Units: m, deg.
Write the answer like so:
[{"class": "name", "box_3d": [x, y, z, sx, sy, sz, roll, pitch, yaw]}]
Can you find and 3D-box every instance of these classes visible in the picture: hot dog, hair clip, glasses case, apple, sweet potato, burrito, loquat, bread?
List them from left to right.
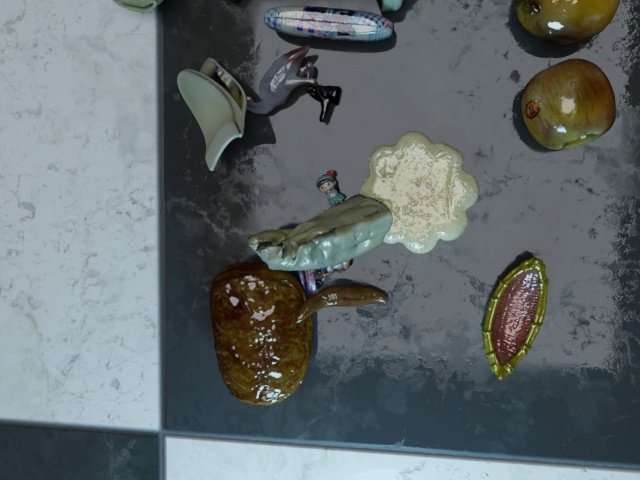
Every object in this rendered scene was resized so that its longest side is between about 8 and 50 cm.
[{"class": "hair clip", "box_3d": [-0.272, -0.345, 1.817, 0.172, 0.113, 0.282, -41, 75, 43]}, {"class": "hot dog", "box_3d": [-0.159, 0.239, 1.843, 0.267, 0.174, 0.387, -3, 104, 12]}, {"class": "burrito", "box_3d": [-0.001, 0.001, 1.722, 0.332, 0.190, 0.135, -21, 115, -17]}, {"class": "glasses case", "box_3d": [0.021, -0.543, 1.764, 0.327, 0.125, 0.076, 8, 105, 8]}, {"class": "sweet potato", "box_3d": [0.049, 0.152, 1.823, 0.255, 0.058, 0.078, -9, 78, -18]}, {"class": "bread", "box_3d": [0.246, -0.120, 1.801, 0.316, 0.054, 0.316, 1, 94, 8]}, {"class": "loquat", "box_3d": [0.577, -0.568, 1.639, 0.238, 0.193, 0.238, -3, 106, -11]}, {"class": "apple", "box_3d": [0.580, -0.316, 1.647, 0.211, 0.211, 0.188, -21, 79, 11]}]

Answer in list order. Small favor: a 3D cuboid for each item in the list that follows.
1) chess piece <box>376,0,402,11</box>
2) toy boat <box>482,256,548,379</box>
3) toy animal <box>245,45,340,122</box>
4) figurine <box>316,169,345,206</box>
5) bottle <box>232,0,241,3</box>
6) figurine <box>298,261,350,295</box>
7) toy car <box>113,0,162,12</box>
[{"class": "chess piece", "box_3d": [0.268, -0.658, 1.728, 0.271, 0.139, 0.139, -13, 93, -2]}, {"class": "toy boat", "box_3d": [0.490, 0.190, 1.765, 0.141, 0.099, 0.318, 17, 100, 11]}, {"class": "toy animal", "box_3d": [-0.115, -0.387, 1.818, 0.324, 0.090, 0.195, -7, 103, 12]}, {"class": "figurine", "box_3d": [0.032, -0.128, 1.838, 0.060, 0.047, 0.106, -30, 92, 21]}, {"class": "bottle", "box_3d": [-0.269, -0.690, 1.834, 0.164, 0.060, 0.060, 38, 100, 5]}, {"class": "figurine", "box_3d": [0.001, 0.059, 1.838, 0.157, 0.114, 0.126, -37, 128, -15]}, {"class": "toy car", "box_3d": [-0.453, -0.736, 1.803, 0.204, 0.198, 0.248, 15, 135, 13]}]
